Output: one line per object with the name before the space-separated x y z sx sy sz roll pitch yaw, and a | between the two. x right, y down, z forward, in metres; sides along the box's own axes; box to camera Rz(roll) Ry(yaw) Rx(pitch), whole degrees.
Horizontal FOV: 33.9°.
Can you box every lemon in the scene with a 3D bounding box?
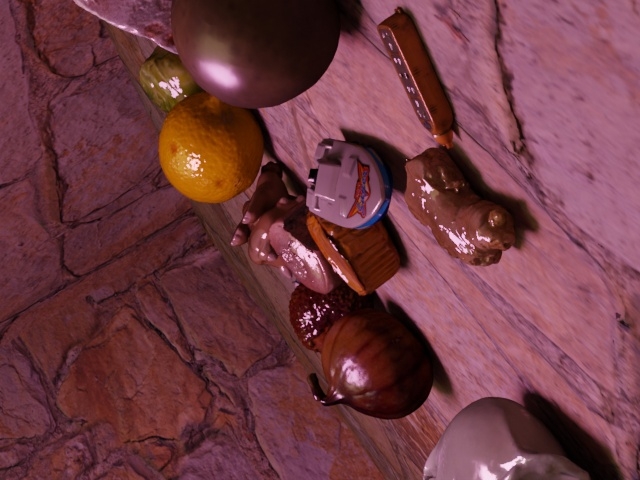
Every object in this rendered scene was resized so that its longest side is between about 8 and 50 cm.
lemon | -0.236 -0.205 2.256 0.228 0.228 0.253 52 160 34

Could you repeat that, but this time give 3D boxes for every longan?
longan | -0.084 -0.290 1.390 0.246 0.215 0.246 15 119 28

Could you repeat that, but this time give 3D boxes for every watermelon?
watermelon | -0.296 -0.445 1.769 0.228 0.258 0.387 33 148 61

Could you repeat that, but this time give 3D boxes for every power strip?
power strip | 0.116 -0.184 1.224 0.178 0.028 0.049 62 168 -21

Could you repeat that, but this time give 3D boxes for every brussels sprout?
brussels sprout | -0.308 -0.358 2.388 0.223 0.161 0.223 35 175 4

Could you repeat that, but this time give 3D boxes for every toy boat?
toy boat | 0.048 -0.083 1.585 0.295 0.088 0.129 -149 69 -70

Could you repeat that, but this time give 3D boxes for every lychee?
lychee | 0.022 0.141 2.205 0.188 0.188 0.188 56 169 16

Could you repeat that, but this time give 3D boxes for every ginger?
ginger | 0.175 -0.027 1.290 0.213 0.074 0.137 40 160 43

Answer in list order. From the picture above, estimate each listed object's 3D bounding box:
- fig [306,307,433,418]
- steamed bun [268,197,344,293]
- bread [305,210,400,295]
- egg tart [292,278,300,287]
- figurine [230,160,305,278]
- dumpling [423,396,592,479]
fig | 0.107 0.250 2.043 0.235 0.214 0.235 22 153 12
steamed bun | 0.000 0.000 1.978 0.175 0.145 0.106 44 147 14
bread | 0.060 -0.001 1.814 0.199 0.104 0.199 53 172 11
egg tart | 0.006 0.127 2.456 0.234 0.094 0.234 57 168 19
figurine | -0.082 -0.035 2.228 0.173 0.177 0.247 24 -163 -7
dumpling | 0.277 0.369 1.562 0.270 0.212 0.320 59 -179 -20
